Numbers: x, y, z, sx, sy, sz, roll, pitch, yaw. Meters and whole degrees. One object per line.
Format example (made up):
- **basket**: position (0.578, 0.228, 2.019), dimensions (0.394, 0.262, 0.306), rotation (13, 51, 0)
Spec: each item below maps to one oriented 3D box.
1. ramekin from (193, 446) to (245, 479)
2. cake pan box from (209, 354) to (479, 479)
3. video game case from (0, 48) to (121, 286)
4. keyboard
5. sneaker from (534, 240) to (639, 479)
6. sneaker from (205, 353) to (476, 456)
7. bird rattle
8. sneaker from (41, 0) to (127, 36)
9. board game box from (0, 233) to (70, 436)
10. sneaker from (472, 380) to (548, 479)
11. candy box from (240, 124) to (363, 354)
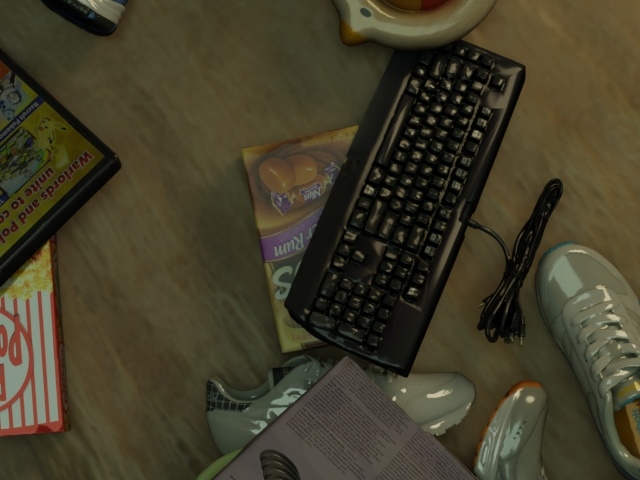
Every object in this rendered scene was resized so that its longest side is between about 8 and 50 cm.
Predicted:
- **ramekin**: position (-0.021, 0.327, 1.411), dimensions (0.303, 0.303, 0.148), rotation (43, 126, 2)
- **cake pan box**: position (0.044, 0.244, 1.373), dimensions (0.267, 0.246, 0.070), rotation (44, 128, 3)
- **video game case**: position (-0.357, -0.054, 1.536), dimensions (0.248, 0.035, 0.275), rotation (42, 78, 12)
- **keyboard**: position (0.112, -0.027, 1.523), dimensions (0.202, 0.033, 0.317), rotation (24, 67, -2)
- **sneaker**: position (0.260, 0.104, 1.539), dimensions (0.087, 0.092, 0.228), rotation (-25, 86, 0)
- **sneaker**: position (0.018, 0.140, 1.533), dimensions (0.235, 0.090, 0.094), rotation (-13, 92, -2)
- **bird rattle**: position (0.087, -0.272, 1.562), dimensions (0.254, 0.143, 0.206), rotation (-7, 91, -13)
- **sneaker**: position (-0.257, -0.268, 1.571), dimensions (0.211, 0.080, 0.081), rotation (33, 80, -8)
- **board game box**: position (-0.302, 0.079, 1.559), dimensions (0.147, 0.045, 0.193), rotation (-5, 87, 0)
- **sneaker**: position (0.183, 0.254, 1.521), dimensions (0.121, 0.099, 0.262), rotation (10, 95, 12)
- **candy box**: position (0.000, 0.000, 1.564), dimensions (0.109, 0.053, 0.186), rotation (-12, 88, -2)
